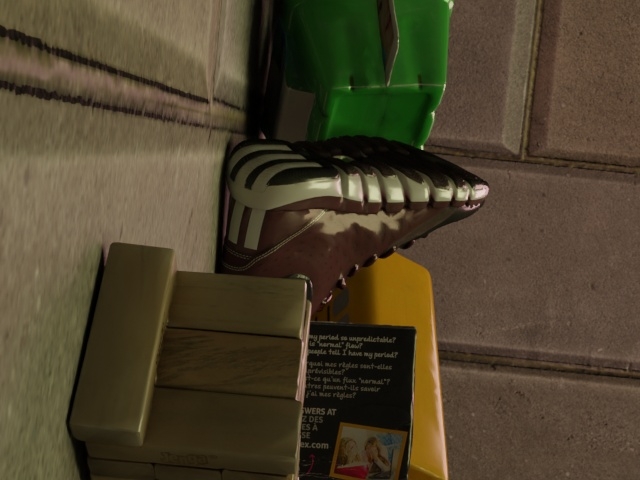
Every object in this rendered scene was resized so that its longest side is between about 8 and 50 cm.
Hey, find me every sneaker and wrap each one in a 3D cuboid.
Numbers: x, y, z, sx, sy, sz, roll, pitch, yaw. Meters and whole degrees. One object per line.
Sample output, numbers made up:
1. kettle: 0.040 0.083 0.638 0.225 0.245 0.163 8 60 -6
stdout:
1. sneaker: 0.016 0.002 1.226 0.106 0.281 0.162 34 -66 42

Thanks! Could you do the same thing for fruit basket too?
1. fruit basket: 0.008 -0.222 1.391 0.327 0.165 0.353 105 -27 -58

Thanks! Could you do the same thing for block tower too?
1. block tower: -0.057 0.132 0.740 0.335 0.097 0.091 91 4 -57

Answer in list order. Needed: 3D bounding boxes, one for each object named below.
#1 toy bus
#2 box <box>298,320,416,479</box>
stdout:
1. toy bus: 0.042 0.118 1.426 0.130 0.108 0.332 -45 -150 34
2. box: -0.013 0.148 1.141 0.247 0.163 0.142 88 6 -75
